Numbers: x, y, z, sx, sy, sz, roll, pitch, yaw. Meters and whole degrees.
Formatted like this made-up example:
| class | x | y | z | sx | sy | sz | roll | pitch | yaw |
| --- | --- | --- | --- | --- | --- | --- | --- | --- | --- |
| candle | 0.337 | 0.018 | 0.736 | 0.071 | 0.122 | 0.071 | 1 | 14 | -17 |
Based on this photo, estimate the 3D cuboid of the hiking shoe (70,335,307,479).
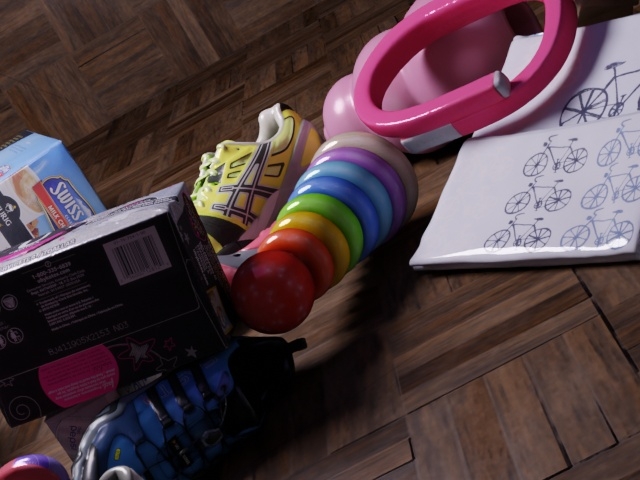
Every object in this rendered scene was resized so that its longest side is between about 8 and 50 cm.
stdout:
| class | x | y | z | sx | sy | sz | roll | pitch | yaw |
| --- | --- | --- | --- | --- | --- | --- | --- | --- | --- |
| hiking shoe | -0.133 | 0.180 | 1.279 | 0.132 | 0.113 | 0.304 | -18 | 22 | 35 |

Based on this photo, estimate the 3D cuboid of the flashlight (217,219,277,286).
| class | x | y | z | sx | sy | sz | roll | pitch | yaw |
| --- | --- | --- | --- | --- | --- | --- | --- | --- | --- |
| flashlight | -0.070 | 0.005 | 1.654 | 0.304 | 0.103 | 0.103 | -41 | 18 | -24 |

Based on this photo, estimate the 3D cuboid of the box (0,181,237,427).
| class | x | y | z | sx | sy | sz | roll | pitch | yaw |
| --- | --- | --- | --- | --- | --- | --- | --- | --- | --- |
| box | -0.232 | 0.061 | 1.356 | 0.247 | 0.163 | 0.142 | -21 | 14 | 6 |

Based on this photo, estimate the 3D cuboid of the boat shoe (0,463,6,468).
| class | x | y | z | sx | sy | sz | roll | pitch | yaw |
| --- | --- | --- | --- | --- | --- | --- | --- | --- | --- |
| boat shoe | -0.345 | 0.275 | 1.382 | 0.224 | 0.073 | 0.080 | -13 | 2 | 30 |

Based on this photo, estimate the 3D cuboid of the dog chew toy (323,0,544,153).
| class | x | y | z | sx | sy | sz | roll | pitch | yaw |
| --- | --- | --- | --- | --- | --- | --- | --- | --- | --- |
| dog chew toy | 0.139 | -0.213 | 1.753 | 0.332 | 0.206 | 0.206 | -28 | 17 | 33 |

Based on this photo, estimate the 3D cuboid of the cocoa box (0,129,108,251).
| class | x | y | z | sx | sy | sz | roll | pitch | yaw |
| --- | --- | --- | --- | --- | --- | --- | --- | --- | --- |
| cocoa box | -0.502 | -0.031 | 2.204 | 0.228 | 0.231 | 0.347 | -35 | 19 | -14 |

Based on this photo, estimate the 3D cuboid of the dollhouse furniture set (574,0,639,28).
| class | x | y | z | sx | sy | sz | roll | pitch | yaw |
| --- | --- | --- | --- | --- | --- | --- | --- | --- | --- |
| dollhouse furniture set | 0.481 | -0.431 | 1.556 | 0.394 | 0.362 | 0.256 | -3 | 21 | 3 |

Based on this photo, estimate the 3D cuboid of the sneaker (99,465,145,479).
| class | x | y | z | sx | sy | sz | roll | pitch | yaw |
| --- | --- | --- | --- | --- | --- | --- | --- | --- | --- |
| sneaker | -0.218 | 0.315 | 1.023 | 0.122 | 0.146 | 0.330 | -16 | 25 | 35 |

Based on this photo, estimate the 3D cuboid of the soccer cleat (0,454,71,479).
| class | x | y | z | sx | sy | sz | roll | pitch | yaw |
| --- | --- | --- | --- | --- | --- | --- | --- | --- | --- |
| soccer cleat | -0.262 | 0.252 | 1.177 | 0.095 | 0.083 | 0.248 | -70 | -1 | -45 |

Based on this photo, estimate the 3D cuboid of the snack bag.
| class | x | y | z | sx | sy | sz | roll | pitch | yaw |
| --- | --- | --- | --- | --- | --- | --- | --- | --- | --- |
| snack bag | 0.264 | -0.116 | 1.374 | 0.323 | 0.037 | 0.342 | -5 | 53 | 53 |

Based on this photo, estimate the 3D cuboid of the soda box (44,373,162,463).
| class | x | y | z | sx | sy | sz | roll | pitch | yaw |
| --- | --- | --- | --- | --- | --- | --- | --- | --- | --- |
| soda box | -0.240 | 0.163 | 1.512 | 0.091 | 0.098 | 0.286 | -28 | 18 | 6 |

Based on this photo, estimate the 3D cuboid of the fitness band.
| class | x | y | z | sx | sy | sz | roll | pitch | yaw |
| --- | --- | --- | --- | --- | --- | --- | --- | --- | --- |
| fitness band | 0.163 | -0.215 | 1.516 | 0.291 | 0.054 | 0.209 | -19 | 46 | 35 |

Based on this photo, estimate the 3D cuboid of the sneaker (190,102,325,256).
| class | x | y | z | sx | sy | sz | roll | pitch | yaw |
| --- | --- | --- | --- | --- | --- | --- | --- | --- | --- |
| sneaker | -0.135 | -0.047 | 1.784 | 0.385 | 0.147 | 0.145 | -42 | 11 | -37 |

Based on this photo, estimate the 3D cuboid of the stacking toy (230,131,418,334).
| class | x | y | z | sx | sy | sz | roll | pitch | yaw |
| --- | --- | --- | --- | --- | --- | --- | --- | --- | --- |
| stacking toy | 0.000 | 0.000 | 1.462 | 0.141 | 0.141 | 0.330 | -20 | 18 | 31 |
